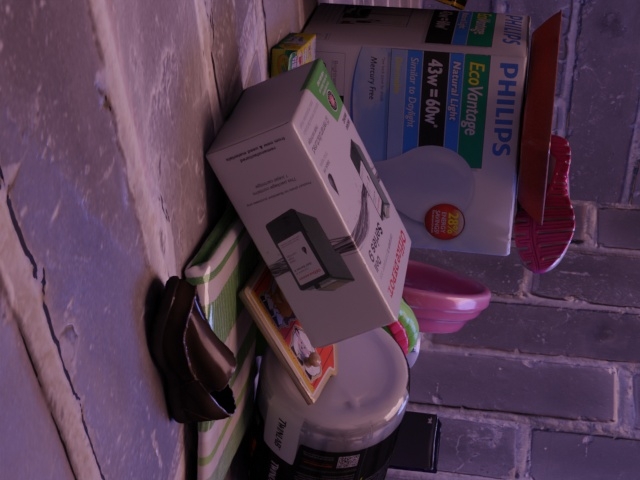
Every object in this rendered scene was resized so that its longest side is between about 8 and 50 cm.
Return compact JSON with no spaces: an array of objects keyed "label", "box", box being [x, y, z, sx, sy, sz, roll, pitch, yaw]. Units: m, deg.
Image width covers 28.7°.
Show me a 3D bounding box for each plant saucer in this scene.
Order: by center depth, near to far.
[{"label":"plant saucer","box":[0.352,-0.194,2.016,0.259,0.047,0.258,74,23,-62]},{"label":"plant saucer","box":[0.137,0.094,2.252,0.332,0.332,0.084,-34,137,-79]}]

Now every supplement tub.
[{"label":"supplement tub","box":[0.003,0.274,1.767,0.338,0.207,0.207,101,2,-48]}]

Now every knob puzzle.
[{"label":"knob puzzle","box":[-0.022,0.091,1.597,0.213,0.030,0.213,45,31,-37]}]

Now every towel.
[{"label":"towel","box":[-0.121,0.131,1.534,0.248,0.038,0.325,-67,161,-64]}]

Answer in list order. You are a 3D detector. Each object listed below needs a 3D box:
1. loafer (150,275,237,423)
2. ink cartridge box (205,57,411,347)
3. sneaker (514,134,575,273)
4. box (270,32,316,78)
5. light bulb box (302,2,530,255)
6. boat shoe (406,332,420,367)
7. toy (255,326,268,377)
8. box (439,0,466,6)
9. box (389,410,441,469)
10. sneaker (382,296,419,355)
[{"label":"loafer","box":[-0.126,0.117,1.328,0.220,0.078,0.080,85,13,-51]},{"label":"ink cartridge box","box":[-0.003,-0.047,1.545,0.289,0.121,0.211,62,22,-22]},{"label":"sneaker","box":[0.387,-0.052,2.150,0.111,0.103,0.252,76,23,-62]},{"label":"box","box":[-0.041,-0.238,1.819,0.179,0.043,0.105,-67,161,-71]},{"label":"light bulb box","box":[0.154,-0.188,2.075,0.225,0.361,0.358,-70,163,-61]},{"label":"boat shoe","box":[0.041,0.222,2.360,0.367,0.156,0.136,146,-49,-63]},{"label":"toy","box":[-0.065,0.123,1.824,0.237,0.056,0.137,-42,137,-78]},{"label":"box","box":[0.118,-0.451,2.014,0.322,0.257,0.079,-47,157,-77]},{"label":"box","box":[0.079,0.350,2.222,0.184,0.261,0.103,63,33,-73]},{"label":"sneaker","box":[0.000,0.000,1.831,0.202,0.185,0.483,-122,-171,-47]}]
